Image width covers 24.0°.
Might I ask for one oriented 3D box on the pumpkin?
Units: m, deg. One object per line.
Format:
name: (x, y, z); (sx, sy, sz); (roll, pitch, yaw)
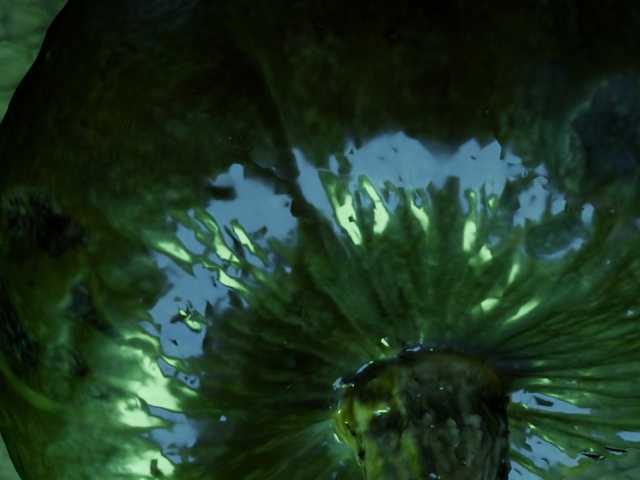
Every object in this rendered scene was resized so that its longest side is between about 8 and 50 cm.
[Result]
pumpkin: (0.000, 0.000, 0.538); (0.325, 0.242, 0.232); (-37, 128, 12)
